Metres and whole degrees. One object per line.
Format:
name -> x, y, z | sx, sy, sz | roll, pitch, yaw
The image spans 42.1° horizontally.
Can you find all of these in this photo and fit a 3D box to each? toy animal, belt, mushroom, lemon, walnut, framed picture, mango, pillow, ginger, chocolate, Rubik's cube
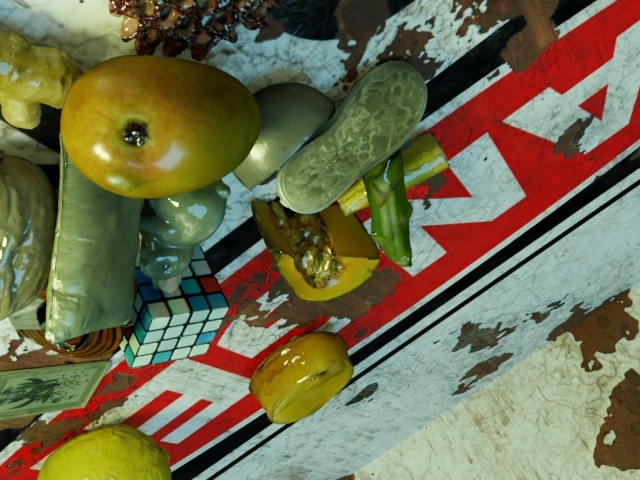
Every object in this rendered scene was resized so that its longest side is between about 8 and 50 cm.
toy animal -> -0.232, -0.002, 1.294 | 0.125, 0.127, 0.251 | -10, 130, -41
belt -> -0.392, 0.100, 1.321 | 0.184, 0.105, 0.261 | 20, 149, -16
mushroom -> -0.072, -0.170, 1.255 | 0.188, 0.141, 0.117 | -39, 116, 10
lemon -> -0.481, 0.551, 1.841 | 0.321, 0.268, 0.268 | -27, 151, -14
walnut -> -0.438, 0.001, 1.104 | 0.178, 0.178, 0.230 | -6, 106, -36
framed picture -> -0.546, 0.298, 1.648 | 0.231, 0.010, 0.173 | -1, 140, -41
mango -> -0.190, -0.149, 1.064 | 0.317, 0.211, 0.173 | -32, 125, -67
pillow -> -0.305, -0.009, 1.146 | 0.185, 0.075, 0.302 | -7, 104, -68
ginger -> -0.390, -0.227, 0.932 | 0.118, 0.065, 0.299 | -40, 147, 5
chocolate -> 0.131, -0.116, 1.552 | 0.219, 0.086, 0.085 | -32, 151, 4
Rubik's cube -> -0.275, 0.115, 1.471 | 0.155, 0.151, 0.154 | -6, 142, -34

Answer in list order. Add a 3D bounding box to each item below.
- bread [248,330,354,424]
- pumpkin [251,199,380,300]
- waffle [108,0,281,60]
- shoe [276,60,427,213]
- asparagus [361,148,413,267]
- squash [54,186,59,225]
bread -> -0.046, 0.324, 2.004 | 0.269, 0.143, 0.195 | -45, 145, 20
pumpkin -> 0.001, 0.001, 1.554 | 0.190, 0.139, 0.280 | -25, 153, -1
waffle -> -0.149, -0.318, 1.019 | 0.234, 0.055, 0.221 | -24, 150, -19
shoe -> 0.038, -0.157, 1.364 | 0.316, 0.124, 0.159 | -43, -175, -17
asparagus -> 0.125, -0.054, 1.507 | 0.085, 0.082, 0.343 | -1, 146, 10
squash -> -0.420, -0.016, 1.220 | 0.219, 0.068, 0.077 | -32, 143, 1
